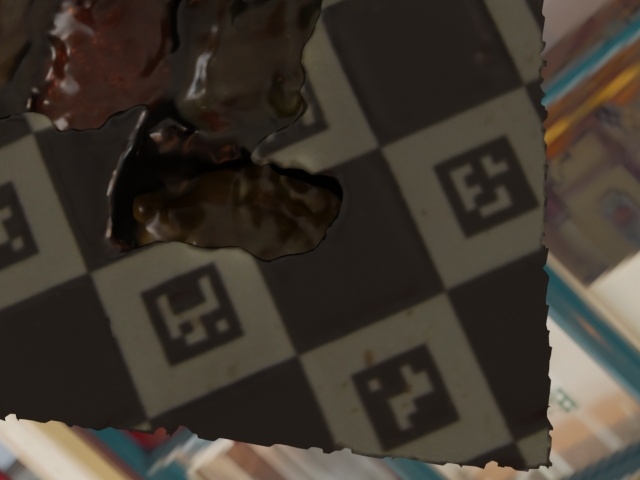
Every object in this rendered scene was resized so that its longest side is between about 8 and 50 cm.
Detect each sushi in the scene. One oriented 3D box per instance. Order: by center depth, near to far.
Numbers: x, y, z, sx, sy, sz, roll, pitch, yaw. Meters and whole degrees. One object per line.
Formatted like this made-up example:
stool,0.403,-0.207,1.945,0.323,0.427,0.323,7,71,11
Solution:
sushi,-0.054,-0.065,0.600,0.059,0.292,0.294,73,21,-76
